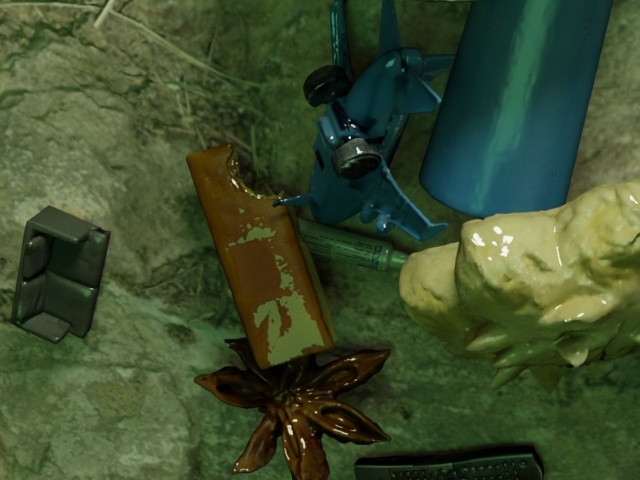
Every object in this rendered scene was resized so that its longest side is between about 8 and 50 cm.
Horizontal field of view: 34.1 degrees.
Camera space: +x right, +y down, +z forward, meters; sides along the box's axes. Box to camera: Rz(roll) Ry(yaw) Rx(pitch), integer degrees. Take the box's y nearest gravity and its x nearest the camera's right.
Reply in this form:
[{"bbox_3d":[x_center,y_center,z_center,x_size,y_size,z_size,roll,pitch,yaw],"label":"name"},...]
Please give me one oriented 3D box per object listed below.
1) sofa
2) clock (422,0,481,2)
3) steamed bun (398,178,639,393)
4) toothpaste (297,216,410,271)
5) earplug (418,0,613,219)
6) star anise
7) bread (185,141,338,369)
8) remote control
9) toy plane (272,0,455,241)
[{"bbox_3d":[-0.292,0.045,1.161,0.085,0.060,0.147,23,120,5],"label":"sofa"},{"bbox_3d":[0.109,-0.363,0.750,0.386,0.076,0.386,4,100,23],"label":"clock"},{"bbox_3d":[0.210,0.047,0.862,0.295,0.292,0.137,-17,73,28],"label":"steamed bun"},{"bbox_3d":[0.000,0.000,1.062,0.197,0.029,0.048,14,114,15],"label":"toothpaste"},{"bbox_3d":[0.175,-0.162,0.871,0.132,0.132,0.273,16,116,10],"label":"earplug"},{"bbox_3d":[-0.019,0.165,1.105,0.212,0.111,0.196,40,105,31],"label":"star anise"},{"bbox_3d":[-0.057,0.010,1.041,0.088,0.049,0.226,-18,91,15],"label":"bread"},{"bbox_3d":[0.139,0.258,1.148,0.212,0.028,0.059,-8,109,21],"label":"remote control"},{"bbox_3d":[0.034,-0.088,0.936,0.271,0.105,0.254,-55,47,50],"label":"toy plane"}]
